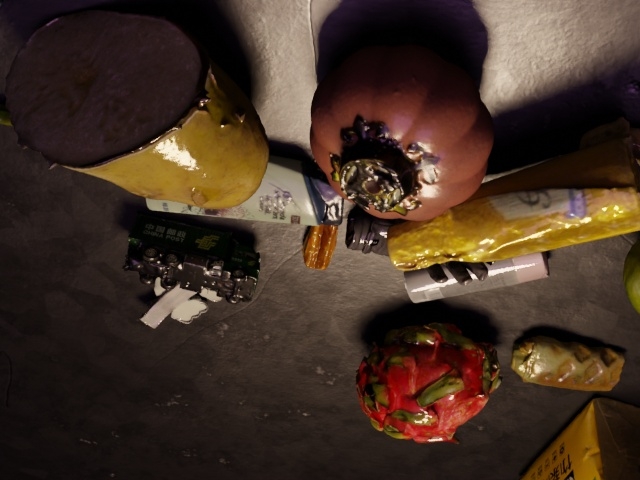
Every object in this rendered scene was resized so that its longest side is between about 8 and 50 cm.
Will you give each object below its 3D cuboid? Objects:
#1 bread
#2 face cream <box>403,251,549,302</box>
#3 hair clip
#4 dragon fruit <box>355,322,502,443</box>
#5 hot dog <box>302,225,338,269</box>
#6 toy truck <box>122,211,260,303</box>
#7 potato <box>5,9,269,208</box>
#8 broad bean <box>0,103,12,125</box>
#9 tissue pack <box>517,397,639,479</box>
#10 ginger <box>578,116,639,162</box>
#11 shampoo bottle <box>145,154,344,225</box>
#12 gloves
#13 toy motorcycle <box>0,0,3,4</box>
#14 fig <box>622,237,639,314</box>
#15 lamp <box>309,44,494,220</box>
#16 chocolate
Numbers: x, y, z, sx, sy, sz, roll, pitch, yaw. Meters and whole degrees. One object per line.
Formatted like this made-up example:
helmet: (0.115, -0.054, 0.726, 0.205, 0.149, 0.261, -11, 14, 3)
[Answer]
bread: (0.515, 0.268, 1.879, 0.232, 0.088, 0.128, 12, 141, -11)
face cream: (0.300, 0.062, 1.712, 0.269, 0.073, 0.107, -12, 161, 19)
hair clip: (-0.287, 0.110, 1.855, 0.220, 0.054, 0.140, -35, 115, 30)
dragon fruit: (0.222, 0.290, 1.841, 0.302, 0.237, 0.231, -22, 148, 12)
hot dog: (0.000, -0.001, 1.721, 0.062, 0.038, 0.144, 12, 131, -1)
toy truck: (-0.246, 0.038, 1.732, 0.259, 0.121, 0.088, 13, 132, -5)
potato: (-0.280, -0.175, 1.461, 0.397, 0.290, 0.296, 4, 156, 25)
broad bean: (-0.490, -0.198, 1.592, 0.318, 0.056, 0.098, 3, 139, 12)
tissue pack: (0.621, 0.587, 2.013, 0.228, 0.293, 0.382, 18, 133, -9)
ginger: (0.602, -0.129, 1.498, 0.333, 0.081, 0.148, 23, 148, 1)
shampoo bottle: (-0.134, -0.100, 1.620, 0.359, 0.078, 0.134, 6, 127, 2)
gloves: (0.184, -0.002, 1.650, 0.285, 0.119, 0.142, 20, 136, 9)
toy motorcycle: (-0.690, -0.422, 1.338, 0.410, 0.169, 0.237, -5, 138, 5)
fig: (0.668, 0.096, 1.612, 0.233, 0.233, 0.314, -8, 141, 14)
lamp: (0.119, -0.155, 1.412, 0.305, 0.239, 0.305, 16, 139, 15)
chocolate: (0.323, -0.031, 1.490, 0.445, 0.162, 0.162, -17, 128, 22)
